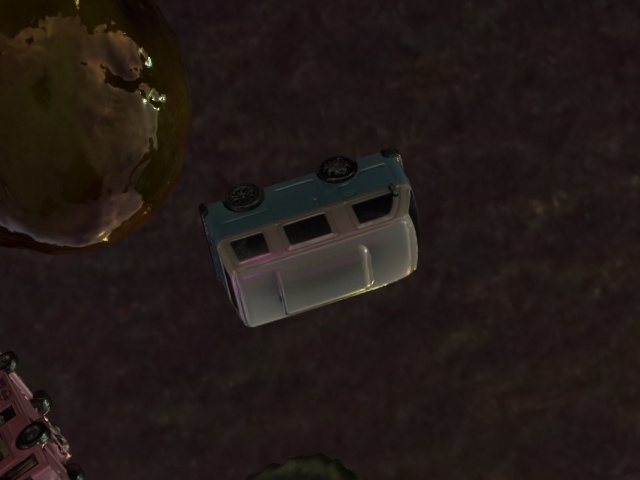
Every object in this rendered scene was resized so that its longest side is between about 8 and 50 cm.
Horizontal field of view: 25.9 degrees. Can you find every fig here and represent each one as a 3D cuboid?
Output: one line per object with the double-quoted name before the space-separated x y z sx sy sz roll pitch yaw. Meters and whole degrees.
"fig" -0.142 -0.139 0.784 0.191 0.190 0.290 15 104 -29

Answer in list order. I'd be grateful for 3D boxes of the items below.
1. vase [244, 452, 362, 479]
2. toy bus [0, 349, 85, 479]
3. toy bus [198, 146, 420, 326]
"vase" 0.061 0.262 0.631 0.291 0.245 0.245 30 126 -21
"toy bus" -0.237 0.153 1.036 0.090 0.203 0.063 -36 123 -8
"toy bus" 0.000 0.000 0.799 0.123 0.075 0.060 -17 133 -8
